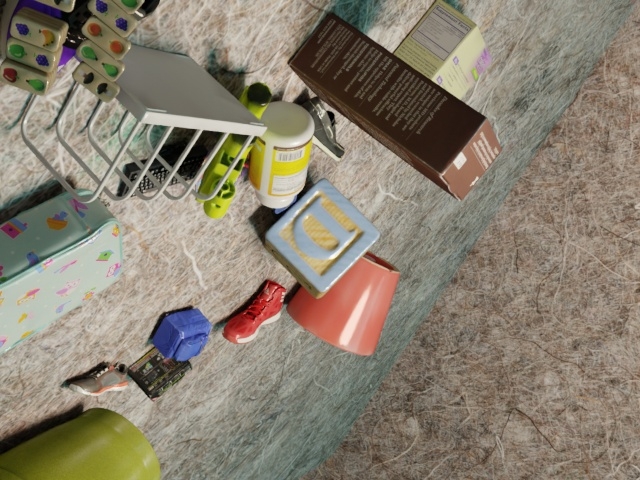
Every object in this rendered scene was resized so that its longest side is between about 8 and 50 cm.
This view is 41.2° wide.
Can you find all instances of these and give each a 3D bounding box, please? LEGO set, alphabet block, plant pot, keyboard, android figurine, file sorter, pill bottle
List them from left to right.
[{"bbox_3d":[-0.534,0.545,1.784,0.353,0.367,0.366,-41,160,-49],"label":"plant pot"},{"bbox_3d":[-0.382,-0.055,1.431,0.083,0.023,0.054,-25,149,-44],"label":"LEGO set"},{"bbox_3d":[-0.259,-0.167,1.253,0.173,0.193,0.278,-54,158,21],"label":"file sorter"},{"bbox_3d":[-0.274,-0.129,1.514,0.180,0.023,0.108,-24,148,-47],"label":"keyboard"},{"bbox_3d":[-0.154,-0.155,1.485,0.273,0.056,0.248,131,-23,-59],"label":"android figurine"},{"bbox_3d":[-0.081,-0.163,1.684,0.117,0.117,0.215,-35,155,-30],"label":"pill bottle"},{"bbox_3d":[0.000,0.000,1.954,0.193,0.192,0.197,-43,175,-8],"label":"alphabet block"},{"bbox_3d":[0.080,0.147,2.352,0.243,0.275,0.275,-62,156,7],"label":"plant pot"}]

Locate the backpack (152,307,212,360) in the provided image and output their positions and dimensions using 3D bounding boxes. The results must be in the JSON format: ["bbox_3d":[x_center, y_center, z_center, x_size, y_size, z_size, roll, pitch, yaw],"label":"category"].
[{"bbox_3d":[-0.305,0.216,1.934,0.098,0.101,0.120,-52,162,28],"label":"backpack"}]

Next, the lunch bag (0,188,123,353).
[{"bbox_3d":[-0.454,0.053,1.358,0.279,0.108,0.224,-33,160,-26],"label":"lunch bag"}]

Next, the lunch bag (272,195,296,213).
[{"bbox_3d":[-0.085,-0.111,1.838,0.067,0.065,0.098,-37,156,-27],"label":"lunch bag"}]

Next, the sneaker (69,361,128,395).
[{"bbox_3d":[-0.474,0.291,1.824,0.158,0.061,0.064,2,100,-64],"label":"sneaker"}]

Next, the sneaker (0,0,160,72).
[{"bbox_3d":[-0.280,-0.298,1.048,0.293,0.146,0.102,-54,158,13],"label":"sneaker"}]

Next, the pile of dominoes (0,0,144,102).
[{"bbox_3d":[-0.307,-0.284,0.981,0.040,0.196,0.251,-84,-163,-54],"label":"pile of dominoes"}]

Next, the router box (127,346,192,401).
[{"bbox_3d":[-0.369,0.296,1.954,0.122,0.092,0.038,-39,157,-21],"label":"router box"}]

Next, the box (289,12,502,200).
[{"bbox_3d":[0.142,-0.250,1.600,0.143,0.381,0.191,-50,158,4],"label":"box"}]

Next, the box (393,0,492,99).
[{"bbox_3d":[0.257,-0.387,1.947,0.243,0.117,0.213,-50,158,6],"label":"box"}]

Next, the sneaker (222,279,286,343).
[{"bbox_3d":[-0.165,0.168,2.164,0.221,0.087,0.128,-37,150,-56],"label":"sneaker"}]

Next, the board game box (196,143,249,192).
[{"bbox_3d":[-0.182,-0.132,1.666,0.133,0.033,0.168,-35,155,-29],"label":"board game box"}]

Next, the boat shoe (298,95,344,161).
[{"bbox_3d":[0.010,-0.231,1.792,0.079,0.084,0.233,-49,155,2],"label":"boat shoe"}]
